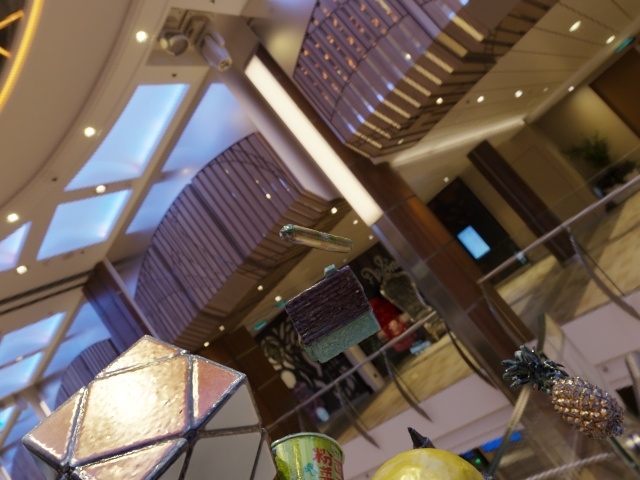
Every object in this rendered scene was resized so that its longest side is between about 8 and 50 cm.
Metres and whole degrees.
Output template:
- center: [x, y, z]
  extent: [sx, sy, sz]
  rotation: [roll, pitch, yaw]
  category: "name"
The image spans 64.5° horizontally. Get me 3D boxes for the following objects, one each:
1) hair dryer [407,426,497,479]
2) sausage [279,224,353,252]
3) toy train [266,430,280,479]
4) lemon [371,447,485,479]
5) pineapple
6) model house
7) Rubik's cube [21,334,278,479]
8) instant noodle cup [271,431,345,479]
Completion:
- center: [0.360, 0.644, 1.409]
  extent: [0.189, 0.352, 0.107]
  rotation: [-37, 4, -29]
  category: "hair dryer"
- center: [0.000, 0.000, 0.933]
  extent: [0.033, 0.033, 0.269]
  rotation: [-41, -23, 18]
  category: "sausage"
- center: [-0.304, 0.680, 1.456]
  extent: [0.369, 0.163, 0.231]
  rotation: [-15, -5, -4]
  category: "toy train"
- center: [0.268, 0.671, 1.221]
  extent: [0.348, 0.348, 0.348]
  rotation: [-37, -10, -8]
  category: "lemon"
- center: [0.425, 0.269, 0.891]
  extent: [0.103, 0.221, 0.083]
  rotation: [-25, -57, -21]
  category: "pineapple"
- center: [0.020, 0.226, 1.709]
  extent: [0.280, 0.249, 0.230]
  rotation: [-31, 13, 3]
  category: "model house"
- center: [-0.207, 0.283, 0.663]
  extent: [0.207, 0.205, 0.205]
  rotation: [-46, -45, -43]
  category: "Rubik's cube"
- center: [-0.047, 0.790, 1.580]
  extent: [0.311, 0.311, 0.221]
  rotation: [-40, 29, 14]
  category: "instant noodle cup"
